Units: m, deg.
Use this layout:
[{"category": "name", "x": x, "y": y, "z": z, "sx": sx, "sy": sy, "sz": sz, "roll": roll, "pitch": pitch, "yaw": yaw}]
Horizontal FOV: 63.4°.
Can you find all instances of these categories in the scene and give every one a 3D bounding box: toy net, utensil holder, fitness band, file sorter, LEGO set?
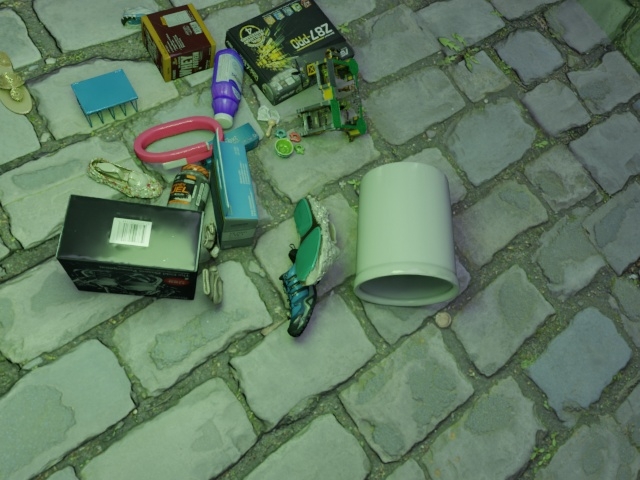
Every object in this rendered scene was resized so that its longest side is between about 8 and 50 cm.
[{"category": "toy net", "x": -0.145, "y": -0.404, "z": 1.867, "sx": 0.122, "sy": 0.045, "sz": 0.232, "roll": -22, "pitch": 77, "yaw": -21}, {"category": "utensil holder", "x": 0.275, "y": -0.013, "z": 1.689, "sx": 0.327, "sy": 0.328, "sz": 0.386, "roll": 9, "pitch": 65, "yaw": -12}, {"category": "fitness band", "x": -0.460, "y": -0.326, "z": 1.693, "sx": 0.290, "sy": 0.054, "sz": 0.209, "roll": -18, "pitch": 48, "yaw": -14}, {"category": "file sorter", "x": -0.703, "y": -0.462, "z": 1.702, "sx": 0.170, "sy": 0.104, "sz": 0.118, "roll": -27, "pitch": 78, "yaw": -23}, {"category": "LEGO set", "x": 0.018, "y": -0.509, "z": 1.888, "sx": 0.255, "sy": 0.192, "sz": 0.332, "roll": -24, "pitch": 105, "yaw": -48}]

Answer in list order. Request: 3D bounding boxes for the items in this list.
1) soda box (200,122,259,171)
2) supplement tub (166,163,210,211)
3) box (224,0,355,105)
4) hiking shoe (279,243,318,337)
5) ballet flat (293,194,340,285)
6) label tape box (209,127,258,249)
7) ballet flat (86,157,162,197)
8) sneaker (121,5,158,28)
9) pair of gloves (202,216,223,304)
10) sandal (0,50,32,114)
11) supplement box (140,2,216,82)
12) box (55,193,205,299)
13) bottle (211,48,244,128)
[{"category": "soda box", "x": -0.316, "y": -0.321, "z": 1.776, "sx": 0.210, "sy": 0.067, "sz": 0.071, "roll": -32, "pitch": 81, "yaw": -24}, {"category": "supplement tub", "x": -0.421, "y": -0.139, "z": 1.651, "sx": 0.116, "sy": 0.117, "sz": 0.191, "roll": 13, "pitch": 67, "yaw": -11}, {"category": "box", "x": -0.114, "y": -0.731, "z": 1.972, "sx": 0.394, "sy": 0.097, "sz": 0.318, "roll": -34, "pitch": 85, "yaw": -23}, {"category": "hiking shoe", "x": -0.075, "y": 0.162, "z": 1.649, "sx": 0.132, "sy": 0.113, "sz": 0.304, "roll": 15, "pitch": 57, "yaw": -1}, {"category": "ballet flat", "x": 0.000, "y": 0.000, "z": 1.633, "sx": 0.146, "sy": 0.147, "sz": 0.409, "roll": 9, "pitch": 37, "yaw": -12}, {"category": "label tape box", "x": -0.262, "y": -0.147, "z": 1.570, "sx": 0.115, "sy": 0.348, "sz": 0.249, "roll": -7, "pitch": 72, "yaw": -18}, {"category": "ballet flat", "x": -0.623, "y": -0.197, "z": 1.640, "sx": 0.240, "sy": 0.077, "sz": 0.091, "roll": 16, "pitch": 66, "yaw": -10}, {"category": "sneaker", "x": -0.622, "y": -0.817, "z": 1.881, "sx": 0.190, "sy": 0.071, "sz": 0.083, "roll": 1, "pitch": 64, "yaw": -15}, {"category": "pair of gloves", "x": -0.319, "y": 0.069, "z": 1.553, "sx": 0.042, "sy": 0.204, "sz": 0.240, "roll": -4, "pitch": 70, "yaw": -3}, {"category": "sandal", "x": -1.004, "y": -0.519, "z": 1.654, "sx": 0.088, "sy": 0.079, "sz": 0.240, "roll": -24, "pitch": 78, "yaw": -22}, {"category": "supplement box", "x": -0.502, "y": -0.699, "z": 1.833, "sx": 0.194, "sy": 0.129, "sz": 0.191, "roll": -26, "pitch": 79, "yaw": -23}, {"category": "box", "x": -0.512, "y": 0.035, "z": 1.453, "sx": 0.342, "sy": 0.312, "sz": 0.179, "roll": 7, "pitch": 69, "yaw": -12}, {"category": "bottle", "x": -0.330, "y": -0.531, "z": 1.823, "sx": 0.092, "sy": 0.118, "sz": 0.283, "roll": -6, "pitch": 67, "yaw": 18}]
